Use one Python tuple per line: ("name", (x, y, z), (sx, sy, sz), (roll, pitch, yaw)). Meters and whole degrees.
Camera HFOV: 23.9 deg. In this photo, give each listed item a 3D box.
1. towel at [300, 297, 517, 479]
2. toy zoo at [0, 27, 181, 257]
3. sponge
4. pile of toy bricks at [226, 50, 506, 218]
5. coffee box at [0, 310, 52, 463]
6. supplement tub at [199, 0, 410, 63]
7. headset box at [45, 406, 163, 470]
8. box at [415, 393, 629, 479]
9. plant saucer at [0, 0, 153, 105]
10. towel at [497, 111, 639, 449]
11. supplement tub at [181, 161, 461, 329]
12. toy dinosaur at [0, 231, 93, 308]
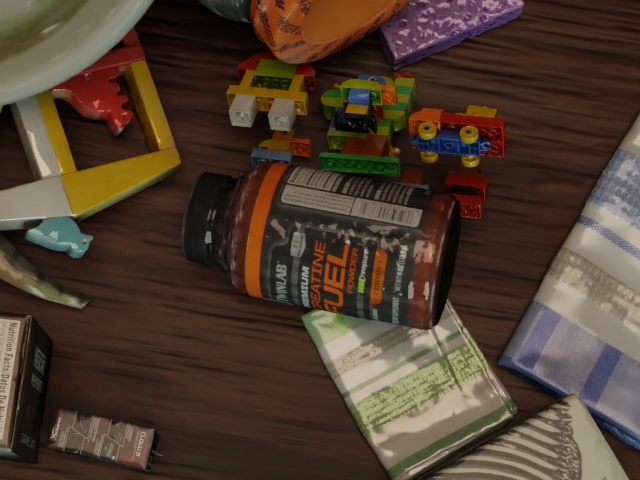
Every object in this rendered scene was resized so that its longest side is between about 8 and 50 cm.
("towel", (0.068, 0.097, 1.165), (0.113, 0.023, 0.152), (-29, 82, -9))
("toy zoo", (-0.229, -0.124, 1.162), (0.192, 0.030, 0.293), (-17, 80, -22))
("sponge", (0.070, -0.255, 1.228), (0.117, 0.031, 0.210), (-22, 81, -7))
("pile of toy bricks", (0.044, -0.094, 1.172), (0.212, 0.118, 0.105), (7, 50, 14))
("coffee box", (-0.326, 0.095, 1.086), (0.247, 0.141, 0.098), (7, 79, -3))
("supplement tub", (-0.062, -0.310, 1.127), (0.207, 0.207, 0.338), (-34, 76, -9))
("headset box", (-0.157, 0.149, 1.123), (0.083, 0.062, 0.032), (14, 79, -1))
("box", (0.090, 0.225, 1.105), (0.275, 0.094, 0.113), (-30, 82, -9))
("plant saucer", (-0.284, -0.276, 1.020), (0.401, 0.400, 0.100), (1, 36, -3))
("towel", (0.295, 0.028, 1.185), (0.209, 0.034, 0.285), (32, 79, 4))
("supplement tub", (0.000, 0.000, 1.131), (0.198, 0.106, 0.106), (10, 79, 11))
("toy dinosaur", (-0.308, -0.014, 1.150), (0.268, 0.064, 0.118), (46, 74, 2))
